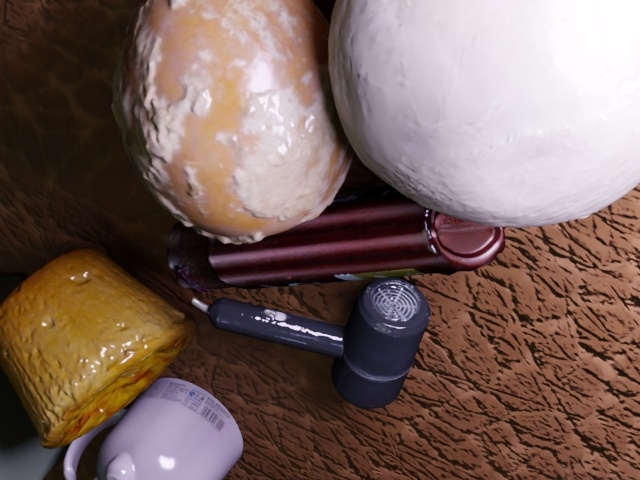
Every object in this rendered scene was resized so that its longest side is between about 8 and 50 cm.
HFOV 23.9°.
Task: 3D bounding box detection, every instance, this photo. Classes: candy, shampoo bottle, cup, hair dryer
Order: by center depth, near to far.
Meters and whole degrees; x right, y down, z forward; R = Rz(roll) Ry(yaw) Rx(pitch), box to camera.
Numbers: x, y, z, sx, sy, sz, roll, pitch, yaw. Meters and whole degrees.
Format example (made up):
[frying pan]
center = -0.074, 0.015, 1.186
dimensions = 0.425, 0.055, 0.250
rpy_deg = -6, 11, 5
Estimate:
[candy]
center = 0.129, -0.125, 1.105
dimensions = 0.295, 0.185, 0.296
rpy_deg = 22, 132, 26
[shampoo bottle]
center = 0.000, 0.000, 1.351
dimensions = 0.323, 0.129, 0.084
rpy_deg = -7, 92, 38
[hair dryer]
center = -0.014, 0.079, 1.426
dimensions = 0.219, 0.071, 0.124
rpy_deg = 13, 135, -1
[cup]
center = -0.196, 0.237, 1.679
dimensions = 0.173, 0.142, 0.134
rpy_deg = 32, 138, 9

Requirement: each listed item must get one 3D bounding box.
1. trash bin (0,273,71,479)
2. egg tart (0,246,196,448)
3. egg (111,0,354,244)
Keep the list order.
[trash bin]
center = -0.434, 0.225, 1.690
dimensions = 0.158, 0.343, 0.223
rpy_deg = 2, 127, 37
[egg tart]
center = -0.248, 0.104, 1.583
dimensions = 0.147, 0.202, 0.202
rpy_deg = 48, 139, 10
[egg]
center = -0.068, -0.117, 1.242
dimensions = 0.203, 0.203, 0.245
rpy_deg = 0, 111, 36
